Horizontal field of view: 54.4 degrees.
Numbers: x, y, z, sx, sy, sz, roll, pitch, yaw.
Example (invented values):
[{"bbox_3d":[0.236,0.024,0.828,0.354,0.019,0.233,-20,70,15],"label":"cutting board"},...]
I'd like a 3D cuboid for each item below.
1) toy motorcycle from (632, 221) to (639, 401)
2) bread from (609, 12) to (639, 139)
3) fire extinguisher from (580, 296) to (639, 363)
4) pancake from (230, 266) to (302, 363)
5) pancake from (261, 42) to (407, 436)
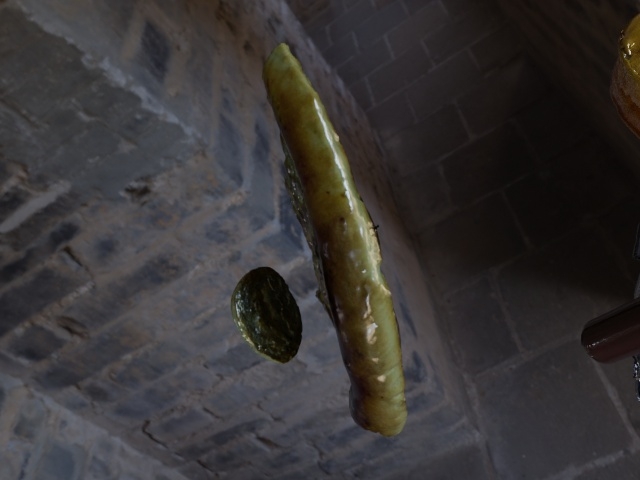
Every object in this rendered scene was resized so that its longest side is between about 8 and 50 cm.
[{"bbox_3d":[0.660,0.139,1.209,0.125,0.212,0.359,13,88,7],"label":"toy motorcycle"},{"bbox_3d":[0.508,-0.205,0.819,0.195,0.143,0.270,-31,50,3],"label":"bread"},{"bbox_3d":[0.198,0.018,0.318,0.173,0.035,0.049,127,154,-57],"label":"fire extinguisher"},{"bbox_3d":[-0.053,0.078,0.649,0.017,0.108,0.108,-20,39,34],"label":"pancake"},{"bbox_3d":[0.002,0.003,0.695,0.066,0.427,0.305,-20,27,-11],"label":"pancake"}]
